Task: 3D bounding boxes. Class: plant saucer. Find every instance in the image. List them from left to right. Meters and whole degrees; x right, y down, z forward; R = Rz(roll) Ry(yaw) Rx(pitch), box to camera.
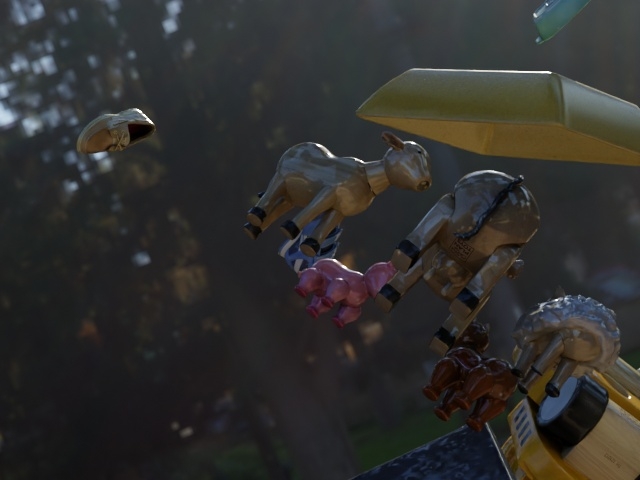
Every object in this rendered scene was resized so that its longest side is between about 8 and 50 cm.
[{"bbox_3d":[0.274,-0.172,2.211,0.333,0.081,0.333,7,-4,39],"label":"plant saucer"}]

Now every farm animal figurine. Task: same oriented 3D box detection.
[{"bbox_3d":[0.115,0.007,1.549,0.172,0.330,0.327,-48,7,-23],"label":"farm animal figurine"}]

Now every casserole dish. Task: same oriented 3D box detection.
[{"bbox_3d":[0.377,-0.366,2.380,0.188,0.037,0.114,-44,7,12],"label":"casserole dish"}]

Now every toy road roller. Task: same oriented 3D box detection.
[{"bbox_3d":[0.335,0.281,2.218,0.240,0.202,0.329,-50,12,15],"label":"toy road roller"}]

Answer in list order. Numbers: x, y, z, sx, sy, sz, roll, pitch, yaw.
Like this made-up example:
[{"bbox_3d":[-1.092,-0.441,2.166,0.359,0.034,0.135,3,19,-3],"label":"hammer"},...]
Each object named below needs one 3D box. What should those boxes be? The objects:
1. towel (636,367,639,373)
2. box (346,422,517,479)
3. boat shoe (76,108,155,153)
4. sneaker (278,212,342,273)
[{"bbox_3d":[0.397,0.409,2.480,0.374,0.090,0.320,-63,1,36],"label":"towel"},{"bbox_3d":[0.141,0.423,1.970,0.294,0.296,0.183,-26,22,2],"label":"box"},{"bbox_3d":[-0.285,-0.150,2.271,0.135,0.045,0.050,-31,-38,-46],"label":"boat shoe"},{"bbox_3d":[0.000,0.000,1.975,0.053,0.059,0.144,-25,-15,-31],"label":"sneaker"}]
